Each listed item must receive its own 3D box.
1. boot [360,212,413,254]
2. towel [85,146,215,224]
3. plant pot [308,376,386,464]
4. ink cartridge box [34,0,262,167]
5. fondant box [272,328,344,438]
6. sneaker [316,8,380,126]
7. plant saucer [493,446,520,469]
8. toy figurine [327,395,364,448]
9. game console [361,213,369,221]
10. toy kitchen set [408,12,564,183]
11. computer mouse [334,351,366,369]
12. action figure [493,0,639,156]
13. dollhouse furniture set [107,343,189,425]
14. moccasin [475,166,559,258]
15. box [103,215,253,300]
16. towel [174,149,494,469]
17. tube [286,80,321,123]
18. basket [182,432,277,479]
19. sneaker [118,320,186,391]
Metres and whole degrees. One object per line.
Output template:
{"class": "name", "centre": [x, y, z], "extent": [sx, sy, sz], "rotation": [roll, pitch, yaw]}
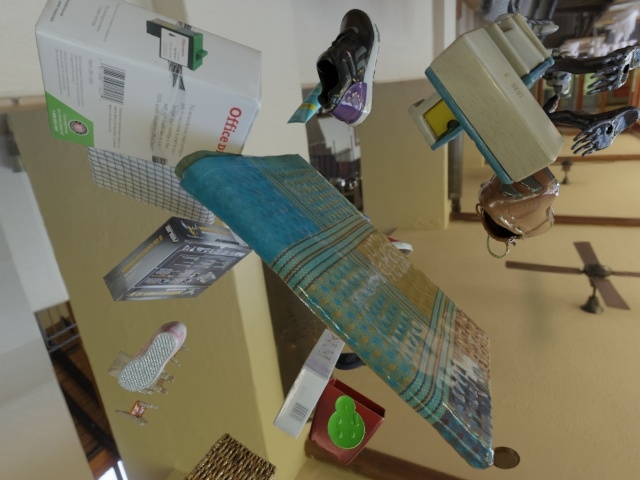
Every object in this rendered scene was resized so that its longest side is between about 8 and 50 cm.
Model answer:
{"class": "boot", "centre": [0.164, -0.020, 1.268], "extent": [0.244, 0.088, 0.176], "rotation": [5, -132, -42]}
{"class": "towel", "centre": [-0.342, -0.170, 0.904], "extent": [0.283, 0.235, 0.121], "rotation": [20, -122, -8]}
{"class": "plant pot", "centre": [0.094, 0.745, 1.730], "extent": [0.267, 0.236, 0.267], "rotation": [28, 172, 16]}
{"class": "ink cartridge box", "centre": [-0.194, -0.174, 0.503], "extent": [0.219, 0.093, 0.160], "rotation": [12, 149, -22]}
{"class": "fondant box", "centre": [-0.028, 0.480, 1.457], "extent": [0.096, 0.238, 0.330], "rotation": [28, -167, 7]}
{"class": "sneaker", "centre": [0.054, -0.408, 0.935], "extent": [0.124, 0.284, 0.107], "rotation": [13, 163, -40]}
{"class": "plant saucer", "centre": [0.509, 0.607, 1.165], "extent": [0.083, 0.015, 0.083], "rotation": [-13, -168, 3]}
{"class": "toy figurine", "centre": [0.079, 0.670, 1.529], "extent": [0.130, 0.159, 0.173], "rotation": [2, -122, -8]}
{"class": "game console", "centre": [0.000, 0.000, 1.507], "extent": [0.250, 0.293, 0.173], "rotation": [14, -164, -16]}
{"class": "toy kitchen set", "centre": [0.155, -0.123, 0.446], "extent": [0.207, 0.122, 0.166], "rotation": [-39, -178, -43]}
{"class": "computer mouse", "centre": [0.141, 0.488, 1.702], "extent": [0.272, 0.072, 0.188], "rotation": [-13, 162, 36]}
{"class": "action figure", "centre": [0.268, -0.221, 0.561], "extent": [0.140, 0.164, 0.276], "rotation": [-15, -146, -10]}
{"class": "dollhouse furniture set", "centre": [-0.548, 0.419, 1.314], "extent": [0.135, 0.259, 0.262], "rotation": [24, -115, 1]}
{"class": "moccasin", "centre": [0.374, -0.054, 0.830], "extent": [0.147, 0.139, 0.380], "rotation": [-33, 166, 19]}
{"class": "box", "centre": [-0.265, 0.043, 0.825], "extent": [0.183, 0.056, 0.231], "rotation": [-38, 163, 14]}
{"class": "towel", "centre": [0.042, 0.034, 0.474], "extent": [0.370, 0.040, 0.271], "rotation": [45, -158, 9]}
{"class": "tube", "centre": [-0.012, -0.404, 1.202], "extent": [0.080, 0.052, 0.207], "rotation": [14, -118, 52]}
{"class": "basket", "centre": [-0.312, 0.806, 1.308], "extent": [0.223, 0.214, 0.299], "rotation": [28, -159, 10]}
{"class": "sneaker", "centre": [-0.266, 0.184, 0.684], "extent": [0.134, 0.051, 0.070], "rotation": [-46, -172, 12]}
